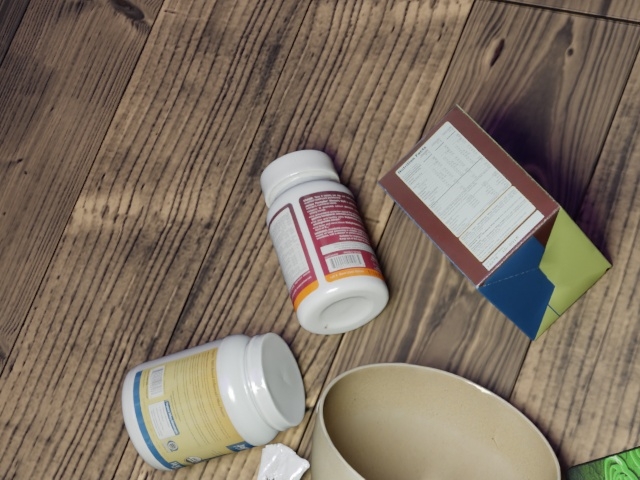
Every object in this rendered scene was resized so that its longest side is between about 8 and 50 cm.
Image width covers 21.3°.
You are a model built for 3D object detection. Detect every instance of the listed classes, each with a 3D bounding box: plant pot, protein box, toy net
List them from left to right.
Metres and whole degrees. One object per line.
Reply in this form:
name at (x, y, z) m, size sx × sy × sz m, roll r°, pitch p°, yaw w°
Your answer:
toy net at (-0.033, 0.362, 2.095) m, size 0.122 × 0.045 × 0.232 m, roll -32°, pitch 56°, yaw 15°
plant pot at (0.107, 0.299, 1.939) m, size 0.284 × 0.284 × 0.191 m, roll 42°, pitch 126°, yaw 34°
protein box at (0.208, -0.019, 2.033) m, size 0.136 × 0.200 × 0.201 m, roll -44°, pitch 56°, yaw 5°

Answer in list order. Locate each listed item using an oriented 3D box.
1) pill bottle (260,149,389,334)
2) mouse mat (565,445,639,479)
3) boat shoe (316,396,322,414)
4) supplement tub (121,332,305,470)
pill bottle at (0.000, 0.000, 2.183) m, size 0.121 × 0.121 × 0.221 m, roll -28°, pitch 59°, yaw 15°
mouse mat at (0.370, 0.311, 1.884) m, size 0.152 × 0.007 × 0.190 m, roll -17°, pitch 53°, yaw -1°
boat shoe at (0.027, 0.265, 2.090) m, size 0.066 × 0.063 × 0.184 m, roll -20°, pitch 62°, yaw 19°
supplement tub at (-0.134, 0.201, 2.153) m, size 0.199 × 0.144 × 0.144 m, roll -18°, pitch 62°, yaw 21°
